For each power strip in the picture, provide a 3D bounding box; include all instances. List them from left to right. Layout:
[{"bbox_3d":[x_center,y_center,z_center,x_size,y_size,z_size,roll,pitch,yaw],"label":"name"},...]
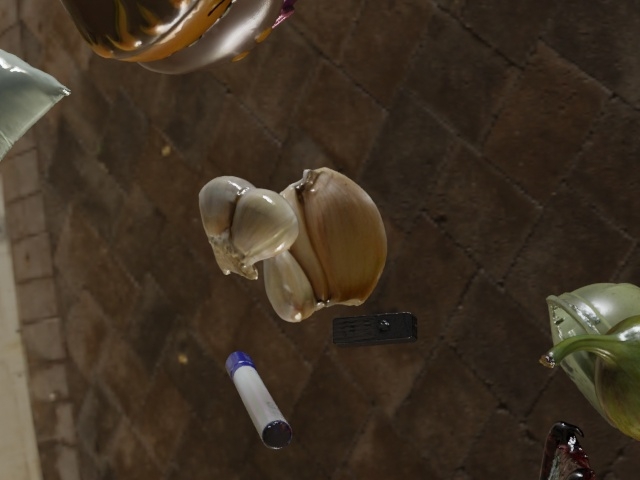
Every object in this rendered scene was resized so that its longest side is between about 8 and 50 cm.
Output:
[{"bbox_3d":[0.069,0.115,1.400,0.111,0.029,0.038,-7,72,19],"label":"power strip"}]

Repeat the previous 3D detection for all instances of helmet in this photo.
[{"bbox_3d":[0.439,0.144,1.595,0.204,0.137,0.257,54,173,31],"label":"helmet"}]

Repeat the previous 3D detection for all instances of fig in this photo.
[{"bbox_3d":[0.331,0.137,1.200,0.149,0.245,0.149,-37,42,44],"label":"fig"}]

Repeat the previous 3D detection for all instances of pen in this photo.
[{"bbox_3d":[-0.068,0.165,1.154,0.269,0.033,0.033,-146,57,-75],"label":"pen"}]

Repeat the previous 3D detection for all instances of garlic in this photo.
[{"bbox_3d":[-0.089,-0.024,1.420,0.174,0.099,0.124,9,125,47],"label":"garlic"},{"bbox_3d":[0.000,0.000,1.703,0.110,0.217,0.228,3,101,58],"label":"garlic"}]

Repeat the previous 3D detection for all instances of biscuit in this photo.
[{"bbox_3d":[0.331,0.348,1.490,0.063,0.235,0.151,20,100,3],"label":"biscuit"}]

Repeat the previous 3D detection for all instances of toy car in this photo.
[{"bbox_3d":[-0.165,-0.310,0.991,0.271,0.240,0.340,-35,95,25],"label":"toy car"}]

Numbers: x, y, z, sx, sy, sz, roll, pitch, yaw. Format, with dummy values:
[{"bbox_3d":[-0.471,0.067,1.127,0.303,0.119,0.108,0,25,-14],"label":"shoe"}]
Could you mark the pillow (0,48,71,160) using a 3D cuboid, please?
[{"bbox_3d":[-0.465,-0.141,1.463,0.144,0.254,0.078,35,165,-2],"label":"pillow"}]
